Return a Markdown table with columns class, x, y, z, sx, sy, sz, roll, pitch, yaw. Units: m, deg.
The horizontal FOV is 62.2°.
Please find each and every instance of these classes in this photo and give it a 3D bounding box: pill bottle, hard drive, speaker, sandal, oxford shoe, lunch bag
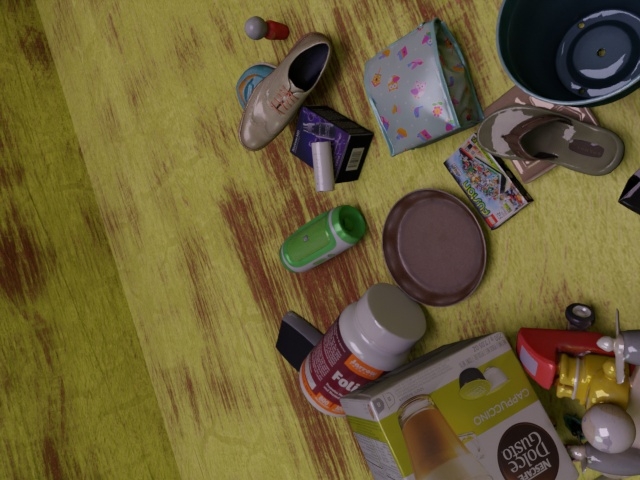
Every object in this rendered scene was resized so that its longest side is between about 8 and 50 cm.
| class | x | y | z | sx | sy | sz | roll | pitch | yaw |
| --- | --- | --- | --- | --- | --- | --- | --- | --- | --- |
| pill bottle | 0.116 | 0.313 | 1.506 | 0.224 | 0.224 | 0.392 | 52 | 131 | 23 |
| hard drive | -0.053 | 0.373 | 1.807 | 0.254 | 0.054 | 0.172 | 35 | 122 | 34 |
| speaker | 0.007 | -0.204 | 1.455 | 0.055 | 0.055 | 0.136 | 3 | 103 | 44 |
| sandal | 0.456 | -0.212 | 1.087 | 0.302 | 0.086 | 0.120 | 23 | 112 | 42 |
| oxford shoe | -0.109 | -0.419 | 1.507 | 0.397 | 0.140 | 0.146 | -54 | 17 | 15 |
| speaker | 0.000 | 0.000 | 1.616 | 0.296 | 0.131 | 0.131 | -31 | 78 | 44 |
| lunch bag | 0.237 | -0.364 | 1.273 | 0.223 | 0.160 | 0.263 | -18 | 92 | 46 |

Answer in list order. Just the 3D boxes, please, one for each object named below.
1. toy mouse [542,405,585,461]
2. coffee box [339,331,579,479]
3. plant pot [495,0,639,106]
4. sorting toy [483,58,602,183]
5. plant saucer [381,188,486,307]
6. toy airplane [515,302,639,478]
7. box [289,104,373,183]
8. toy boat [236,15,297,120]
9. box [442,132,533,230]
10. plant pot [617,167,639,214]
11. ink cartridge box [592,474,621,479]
| class | x | y | z | sx | sy | sz | roll | pitch | yaw |
| --- | --- | --- | --- | --- | --- | --- | --- | --- | --- |
| toy mouse | 0.578 | 0.453 | 1.218 | 0.143 | 0.031 | 0.161 | 2 | 101 | 45 |
| coffee box | 0.285 | 0.441 | 1.204 | 0.335 | 0.337 | 0.338 | 64 | 165 | 11 |
| plant pot | 0.486 | -0.358 | 0.941 | 0.271 | 0.255 | 0.272 | 2 | 94 | 36 |
| sorting toy | 0.477 | -0.256 | 1.150 | 0.193 | 0.038 | 0.208 | -38 | 69 | 43 |
| plant saucer | 0.297 | 0.017 | 1.381 | 0.310 | 0.050 | 0.311 | 14 | 109 | 43 |
| toy airplane | 0.594 | 0.303 | 0.993 | 0.386 | 0.272 | 0.384 | 54 | 144 | -1 |
| box | 0.028 | -0.281 | 1.533 | 0.207 | 0.108 | 0.153 | 37 | 124 | 32 |
| toy boat | -0.178 | -0.522 | 1.650 | 0.267 | 0.148 | 0.319 | 23 | 115 | 39 |
| box | 0.393 | -0.140 | 1.256 | 0.114 | 0.036 | 0.207 | -47 | 67 | 40 |
| plant pot | 0.660 | -0.101 | 0.911 | 0.167 | 0.187 | 0.188 | 45 | 128 | 13 |
| ink cartridge box | 0.632 | 0.587 | 1.183 | 0.088 | 0.052 | 0.122 | 51 | 129 | 24 |
